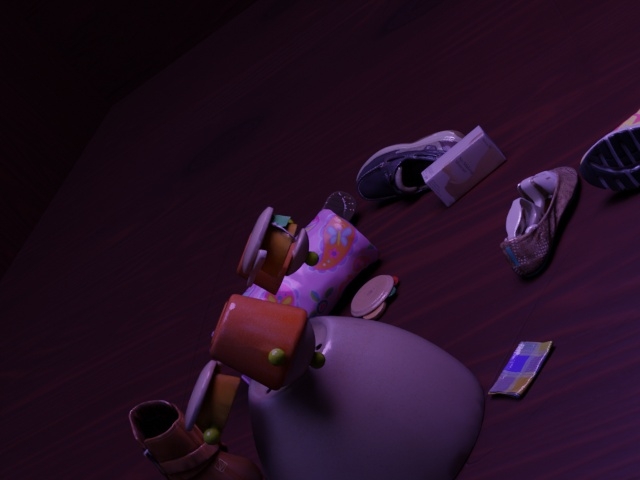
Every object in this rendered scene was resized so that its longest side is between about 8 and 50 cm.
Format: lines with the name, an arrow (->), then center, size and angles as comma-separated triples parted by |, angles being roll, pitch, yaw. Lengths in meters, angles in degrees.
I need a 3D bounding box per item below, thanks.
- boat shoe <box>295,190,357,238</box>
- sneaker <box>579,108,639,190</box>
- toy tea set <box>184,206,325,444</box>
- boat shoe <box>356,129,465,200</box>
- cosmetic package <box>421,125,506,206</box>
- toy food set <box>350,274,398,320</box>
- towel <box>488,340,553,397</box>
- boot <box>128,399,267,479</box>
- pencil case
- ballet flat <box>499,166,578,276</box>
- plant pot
boat shoe -> 0.000, 0.000, 2.239 | 0.178, 0.064, 0.060 | -54, -8, -26
sneaker -> 0.418, -0.136, 1.700 | 0.208, 0.081, 0.094 | -31, 17, 16
toy tea set -> -0.050, 0.086, 1.600 | 0.336, 0.124, 0.200 | -73, 5, -46
boat shoe -> 0.137, -0.108, 2.148 | 0.224, 0.080, 0.073 | -21, 26, 38
cosmetic package -> 0.214, -0.111, 2.038 | 0.115, 0.060, 0.041 | -41, 22, 13
toy food set -> 0.078, 0.082, 1.980 | 0.082, 0.020, 0.083 | -52, 22, -20
towel -> 0.233, 0.149, 1.582 | 0.083, 0.009, 0.060 | -52, 21, -20
boot -> -0.178, 0.300, 1.759 | 0.109, 0.220, 0.283 | -53, 22, -20
pencil case -> -0.040, 0.087, 2.059 | 0.284, 0.124, 0.124 | -50, 21, -12
ballet flat -> 0.283, -0.043, 1.772 | 0.073, 0.067, 0.206 | -27, 27, 41
plant pot -> 0.026, 0.199, 1.619 | 0.284, 0.191, 0.284 | -37, 21, 17
